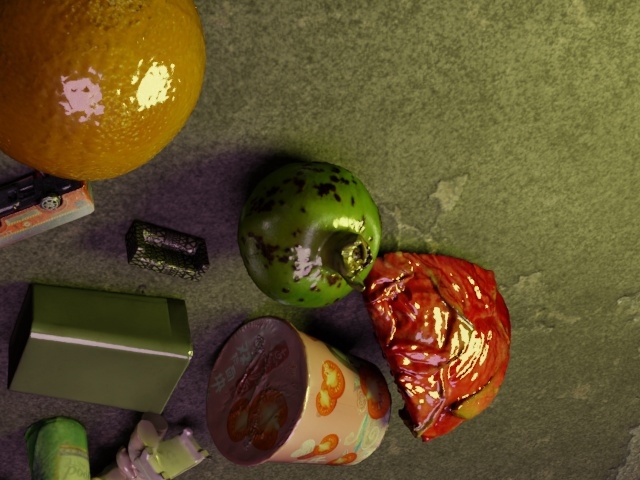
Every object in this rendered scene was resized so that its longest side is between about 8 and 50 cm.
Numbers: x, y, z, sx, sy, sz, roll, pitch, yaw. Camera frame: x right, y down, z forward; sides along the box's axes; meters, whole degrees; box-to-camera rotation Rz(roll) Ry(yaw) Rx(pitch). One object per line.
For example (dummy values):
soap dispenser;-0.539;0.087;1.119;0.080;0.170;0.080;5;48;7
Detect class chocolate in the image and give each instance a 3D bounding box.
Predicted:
chocolate;-0.420;0.430;1.565;0.110;0.291;0.110;-11;134;-12

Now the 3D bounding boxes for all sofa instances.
sofa;-0.223;0.016;1.393;0.118;0.060;0.039;17;129;-31

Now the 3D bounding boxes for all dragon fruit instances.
dragon fruit;0.149;0.155;1.582;0.240;0.302;0.330;-14;134;36

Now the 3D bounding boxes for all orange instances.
orange;-0.256;-0.195;1.034;0.274;0.274;0.274;-10;135;-10

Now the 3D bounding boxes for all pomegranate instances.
pomegranate;0.000;0.000;1.328;0.211;0.263;0.211;-12;113;-31

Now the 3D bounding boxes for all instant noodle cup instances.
instant noodle cup;-0.029;0.268;1.590;0.231;0.243;0.243;23;122;-42

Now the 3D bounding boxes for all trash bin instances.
trash bin;-0.339;0.165;1.460;0.241;0.122;0.164;10;129;-25

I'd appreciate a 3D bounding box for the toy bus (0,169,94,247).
toy bus;-0.396;-0.043;1.278;0.192;0.065;0.077;-20;147;2

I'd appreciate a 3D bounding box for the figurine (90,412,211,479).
figurine;-0.328;0.432;1.710;0.144;0.182;0.256;40;118;-3
